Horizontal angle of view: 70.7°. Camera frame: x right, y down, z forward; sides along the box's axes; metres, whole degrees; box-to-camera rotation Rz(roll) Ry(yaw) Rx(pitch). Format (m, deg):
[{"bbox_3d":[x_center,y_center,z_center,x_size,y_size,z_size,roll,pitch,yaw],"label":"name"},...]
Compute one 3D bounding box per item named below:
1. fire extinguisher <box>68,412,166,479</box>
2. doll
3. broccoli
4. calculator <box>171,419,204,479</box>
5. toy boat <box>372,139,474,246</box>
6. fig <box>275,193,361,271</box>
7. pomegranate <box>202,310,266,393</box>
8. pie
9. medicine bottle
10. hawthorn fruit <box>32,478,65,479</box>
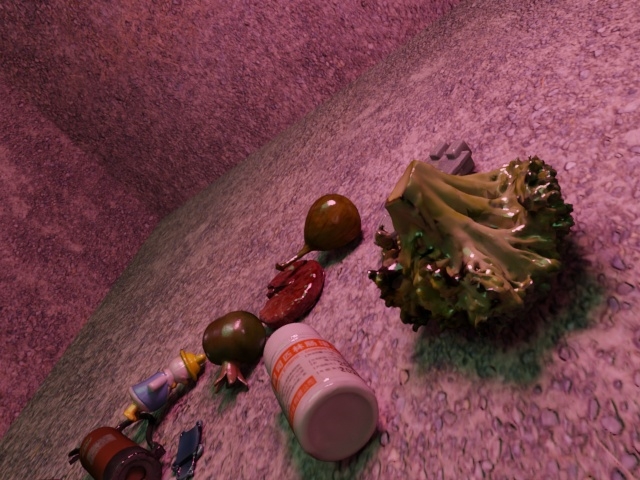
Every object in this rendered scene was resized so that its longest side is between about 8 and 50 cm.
[{"bbox_3d":[-0.490,0.532,1.130,0.200,0.113,0.376,-6,-2,-42],"label":"fire extinguisher"},{"bbox_3d":[-0.413,0.377,1.204,0.241,0.135,0.098,-33,47,-20],"label":"doll"},{"bbox_3d":[0.236,-0.003,0.758,0.334,0.271,0.324,-57,-12,-15],"label":"broccoli"},{"bbox_3d":[-0.293,0.470,1.003,0.094,0.019,0.141,-38,26,11],"label":"calculator"},{"bbox_3d":[0.230,-0.108,1.071,0.320,0.092,0.141,-49,23,-11],"label":"toy boat"},{"bbox_3d":[0.000,0.000,1.196,0.259,0.151,0.151,-55,25,-2],"label":"fig"},{"bbox_3d":[-0.209,0.269,1.095,0.151,0.131,0.191,-25,52,23],"label":"pomegranate"},{"bbox_3d":[-0.076,0.137,1.182,0.204,0.054,0.219,-25,28,35],"label":"pie"},{"bbox_3d":[-0.012,0.251,0.793,0.144,0.144,0.252,-45,21,-6],"label":"medicine bottle"},{"bbox_3d":[-0.607,0.644,0.900,0.311,0.295,0.295,-39,25,10],"label":"hawthorn fruit"}]
